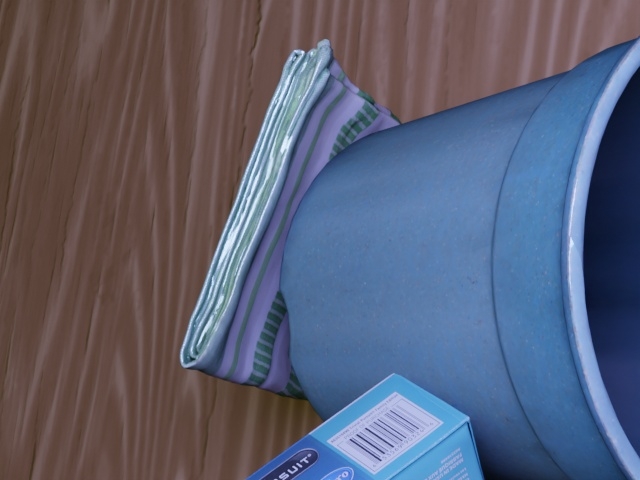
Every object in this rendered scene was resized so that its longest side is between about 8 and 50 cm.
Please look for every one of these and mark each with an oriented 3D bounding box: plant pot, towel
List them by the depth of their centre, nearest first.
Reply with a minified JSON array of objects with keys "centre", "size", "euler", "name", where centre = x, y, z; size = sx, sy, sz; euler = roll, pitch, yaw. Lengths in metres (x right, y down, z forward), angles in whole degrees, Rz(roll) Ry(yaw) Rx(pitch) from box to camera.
[{"centre":[0.168,0.030,1.273],"size":[0.334,0.341,0.341],"euler":[-5,69,51],"name":"plant pot"},{"centre":[0.000,0.000,1.454],"size":[0.038,0.325,0.248],"euler":[19,86,18],"name":"towel"}]

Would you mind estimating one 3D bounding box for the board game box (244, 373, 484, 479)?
[{"centre":[0.013,0.290,1.217],"size":[0.254,0.336,0.079],"euler":[-33,37,-22],"name":"board game box"}]
